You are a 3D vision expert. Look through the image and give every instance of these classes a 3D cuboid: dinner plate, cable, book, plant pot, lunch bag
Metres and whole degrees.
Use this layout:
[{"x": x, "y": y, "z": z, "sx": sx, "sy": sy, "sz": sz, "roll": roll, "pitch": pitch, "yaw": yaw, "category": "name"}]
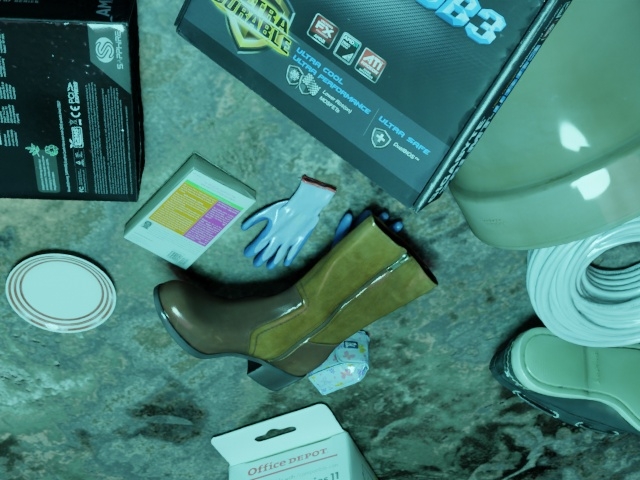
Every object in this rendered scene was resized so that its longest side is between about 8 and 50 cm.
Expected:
[{"x": -0.337, "y": 0.067, "z": 1.331, "sx": 0.141, "sy": 0.017, "sz": 0.141, "roll": -2, "pitch": 129, "yaw": -2, "category": "dinner plate"}, {"x": 0.386, "y": 0.023, "z": 1.293, "sx": 0.257, "sy": 0.089, "sz": 0.257, "roll": -26, "pitch": 128, "yaw": 18, "category": "cable"}, {"x": -0.160, "y": -0.031, "z": 1.251, "sx": 0.096, "sy": 0.035, "sz": 0.144, "roll": 32, "pitch": 122, "yaw": -30, "category": "book"}, {"x": 0.220, "y": -0.195, "z": 0.988, "sx": 0.323, "sy": 0.323, "sz": 0.280, "roll": -29, "pitch": 110, "yaw": 19, "category": "plant pot"}, {"x": 0.028, "y": 0.161, "z": 1.396, "sx": 0.083, "sy": 0.071, "sz": 0.053, "roll": -21, "pitch": 125, "yaw": 18, "category": "lunch bag"}]

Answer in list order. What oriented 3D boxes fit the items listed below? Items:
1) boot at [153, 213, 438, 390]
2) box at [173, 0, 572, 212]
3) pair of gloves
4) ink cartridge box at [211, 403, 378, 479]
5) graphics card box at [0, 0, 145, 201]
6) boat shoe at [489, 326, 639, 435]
[{"x": -0.032, "y": 0.064, "z": 1.270, "sx": 0.280, "sy": 0.096, "sz": 0.264, "roll": -36, "pitch": 124, "yaw": 24, "category": "boot"}, {"x": 0.053, "y": -0.226, "z": 0.874, "sx": 0.295, "sy": 0.073, "sz": 0.293, "roll": 39, "pitch": 120, "yaw": 13, "category": "box"}, {"x": 0.000, "y": 0.000, "z": 1.292, "sx": 0.198, "sy": 0.023, "sz": 0.159, "roll": 23, "pitch": 125, "yaw": -22, "category": "pair of gloves"}, {"x": -0.010, "y": 0.423, "z": 1.581, "sx": 0.207, "sy": 0.119, "sz": 0.353, "roll": -20, "pitch": 128, "yaw": 13, "category": "ink cartridge box"}, {"x": -0.379, "y": -0.159, "z": 1.090, "sx": 0.371, "sy": 0.094, "sz": 0.232, "roll": 1, "pitch": 129, "yaw": -3, "category": "graphics card box"}, {"x": 0.387, "y": 0.210, "z": 1.438, "sx": 0.340, "sy": 0.127, "sz": 0.113, "roll": 14, "pitch": 157, "yaw": -24, "category": "boat shoe"}]
